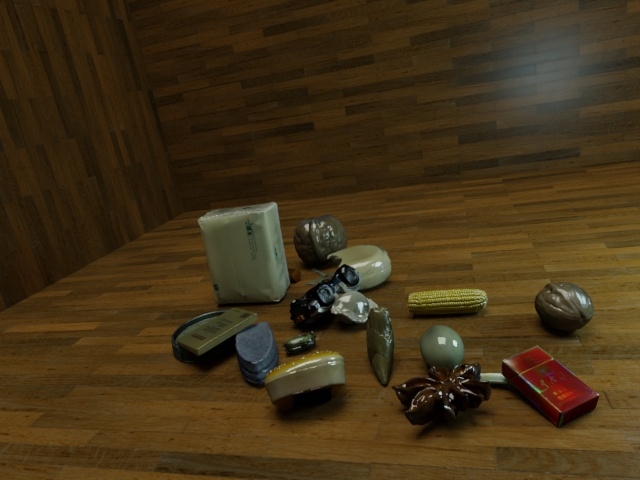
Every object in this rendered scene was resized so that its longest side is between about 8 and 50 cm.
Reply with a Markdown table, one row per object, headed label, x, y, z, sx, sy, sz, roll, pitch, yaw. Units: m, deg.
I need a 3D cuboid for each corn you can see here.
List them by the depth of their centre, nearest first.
| label | x | y | z | sx | sy | sz | roll | pitch | yaw |
| --- | --- | --- | --- | --- | --- | --- | --- | --- | --- |
| corn | 0.410 | 0.200 | 1.516 | 0.248 | 0.081 | 0.081 | -6 | 18 | 16 |

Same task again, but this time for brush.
| label | x | y | z | sx | sy | sz | roll | pitch | yaw |
| --- | --- | --- | --- | --- | --- | --- | --- | --- | --- |
| brush | 0.412 | 0.342 | 1.151 | 0.178 | 0.030 | 0.033 | -5 | 37 | 27 |

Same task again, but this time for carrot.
| label | x | y | z | sx | sy | sz | roll | pitch | yaw |
| --- | --- | --- | --- | --- | --- | --- | --- | --- | --- |
| carrot | -0.187 | 0.142 | 2.078 | 0.225 | 0.067 | 0.067 | 7 | 24 | 40 |

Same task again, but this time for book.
| label | x | y | z | sx | sy | sz | roll | pitch | yaw |
| --- | --- | --- | --- | --- | --- | --- | --- | --- | --- |
| book | -0.335 | 0.291 | 1.523 | 0.231 | 0.026 | 0.161 | -28 | 18 | -35 |

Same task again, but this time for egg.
| label | x | y | z | sx | sy | sz | roll | pitch | yaw |
| --- | --- | --- | --- | --- | --- | --- | --- | --- | --- |
| egg | 0.323 | 0.284 | 1.244 | 0.114 | 0.114 | 0.152 | -8 | 9 | 8 |

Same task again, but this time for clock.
| label | x | y | z | sx | sy | sz | roll | pitch | yaw |
| --- | --- | --- | --- | --- | --- | --- | --- | --- | --- |
| clock | -0.380 | 0.326 | 1.624 | 0.281 | 0.055 | 0.280 | -9 | 17 | 3 |

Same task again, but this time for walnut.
| label | x | y | z | sx | sy | sz | roll | pitch | yaw |
| --- | --- | --- | --- | --- | --- | --- | --- | --- | --- |
| walnut | 0.685 | 0.185 | 1.319 | 0.140 | 0.140 | 0.162 | -9 | 2 | 6 |
| walnut | 0.000 | 0.000 | 2.154 | 0.248 | 0.248 | 0.248 | -10 | 17 | 3 |

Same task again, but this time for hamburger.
| label | x | y | z | sx | sy | sz | roll | pitch | yaw |
| --- | --- | --- | --- | --- | --- | --- | --- | --- | --- |
| hamburger | -0.037 | 0.351 | 1.187 | 0.210 | 0.173 | 0.116 | -13 | 55 | -6 |

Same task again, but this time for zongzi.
| label | x | y | z | sx | sy | sz | roll | pitch | yaw |
| --- | --- | --- | --- | --- | --- | --- | --- | --- | --- |
| zongzi | 0.165 | 0.280 | 1.277 | 0.078 | 0.160 | 0.176 | -4 | 16 | 4 |

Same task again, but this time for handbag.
| label | x | y | z | sx | sy | sz | roll | pitch | yaw |
| --- | --- | --- | --- | --- | --- | --- | --- | --- | --- |
| handbag | -0.065 | 0.323 | 1.461 | 0.111 | 0.047 | 0.072 | -14 | 17 | -19 |

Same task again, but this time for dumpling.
| label | x | y | z | sx | sy | sz | roll | pitch | yaw |
| --- | --- | --- | --- | --- | --- | --- | --- | --- | --- |
| dumpling | 0.118 | 0.233 | 1.564 | 0.127 | 0.108 | 0.188 | 36 | 28 | 32 |

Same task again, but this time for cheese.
| label | x | y | z | sx | sy | sz | roll | pitch | yaw |
| --- | --- | --- | --- | --- | --- | --- | --- | --- | --- |
| cheese | 0.156 | 0.105 | 1.891 | 0.233 | 0.127 | 0.266 | -12 | 16 | -5 |

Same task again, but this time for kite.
| label | x | y | z | sx | sy | sz | roll | pitch | yaw |
| --- | --- | --- | --- | --- | --- | --- | --- | --- | --- |
| kite | 0.020 | 0.150 | 2.024 | 0.229 | 0.012 | 0.250 | -19 | 18 | -29 |

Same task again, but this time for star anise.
| label | x | y | z | sx | sy | sz | roll | pitch | yaw |
| --- | --- | --- | --- | --- | --- | --- | --- | --- | --- |
| star anise | 0.281 | 0.358 | 1.082 | 0.220 | 0.099 | 0.214 | -13 | 3 | 8 |

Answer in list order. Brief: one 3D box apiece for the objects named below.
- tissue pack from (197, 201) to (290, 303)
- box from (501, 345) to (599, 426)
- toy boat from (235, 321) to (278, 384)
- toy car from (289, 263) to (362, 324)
| label | x | y | z | sx | sy | sz | roll | pitch | yaw |
| --- | --- | --- | --- | --- | --- | --- | --- | --- | --- |
| tissue pack | -0.303 | 0.053 | 1.904 | 0.297 | 0.380 | 0.207 | -7 | 13 | 15 |
| box | 0.513 | 0.322 | 1.057 | 0.112 | 0.048 | 0.175 | -17 | 32 | -18 |
| toy boat | -0.194 | 0.342 | 1.430 | 0.127 | 0.078 | 0.283 | -9 | 16 | -7 |
| toy car | 0.013 | 0.202 | 1.662 | 0.193 | 0.118 | 0.301 | -32 | 2 | 45 |
